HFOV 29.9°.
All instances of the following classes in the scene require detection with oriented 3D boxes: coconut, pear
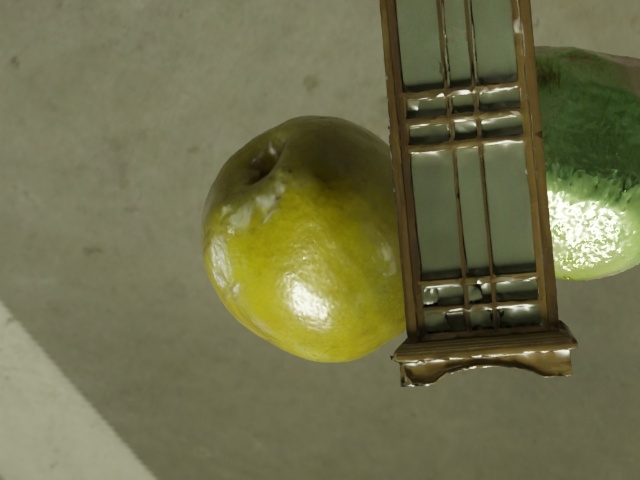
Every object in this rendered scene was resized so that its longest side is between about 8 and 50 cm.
[{"bbox_3d":[0.223,-0.078,1.074,0.235,0.236,0.204,-19,128,29],"label":"coconut"},{"bbox_3d":[0.000,0.000,0.769,0.148,0.149,0.162,-14,133,26],"label":"pear"}]

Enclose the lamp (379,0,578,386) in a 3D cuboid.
[{"bbox_3d":[0.068,-0.096,0.592,0.090,0.326,0.089,-6,178,9],"label":"lamp"}]
